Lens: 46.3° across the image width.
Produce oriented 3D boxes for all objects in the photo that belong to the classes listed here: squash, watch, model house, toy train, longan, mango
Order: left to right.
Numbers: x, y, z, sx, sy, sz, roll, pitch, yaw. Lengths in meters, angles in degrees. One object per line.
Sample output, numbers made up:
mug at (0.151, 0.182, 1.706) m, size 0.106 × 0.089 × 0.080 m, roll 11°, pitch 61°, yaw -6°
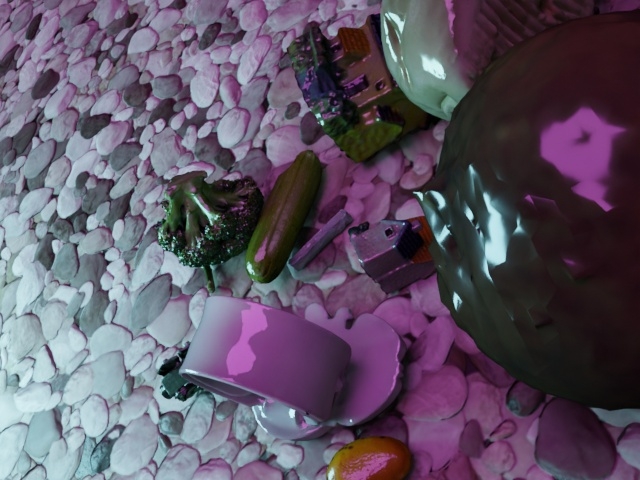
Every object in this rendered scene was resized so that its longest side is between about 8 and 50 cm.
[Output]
toy train at (-0.163, 0.173, 1.111) m, size 0.170 × 0.111 × 0.071 m, roll -42°, pitch 76°, yaw 16°
squash at (-0.056, -0.041, 1.171) m, size 0.069 × 0.069 × 0.239 m, roll 6°, pitch 63°, yaw 36°
watch at (-0.038, 0.144, 0.958) m, size 0.244 × 0.231 × 0.196 m, roll 3°, pitch 64°, yaw 38°
mango at (0.060, 0.283, 0.928) m, size 0.114 × 0.057 × 0.079 m, roll -24°, pitch 47°, yaw 17°
model house at (0.089, -0.255, 1.141) m, size 0.211 × 0.170 × 0.194 m, roll -28°, pitch 50°, yaw 17°
model house at (0.104, 0.003, 1.027) m, size 0.100 × 0.100 × 0.088 m, roll -30°, pitch 50°, yaw 15°
longan at (0.282, -0.027, 0.744) m, size 0.391 × 0.391 × 0.391 m, roll -16°, pitch 57°, yaw 26°

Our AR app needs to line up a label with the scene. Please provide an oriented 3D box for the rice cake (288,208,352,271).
rice cake at (0.000, 0.000, 1.149) m, size 0.121 × 0.022 × 0.021 m, roll -44°, pitch 46°, yaw 5°

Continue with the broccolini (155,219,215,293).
broccolini at (-0.218, 0.019, 1.275) m, size 0.052 × 0.054 × 0.194 m, roll -37°, pitch 49°, yaw -14°

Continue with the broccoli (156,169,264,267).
broccoli at (-0.181, -0.042, 1.214) m, size 0.195 × 0.156 × 0.195 m, roll -22°, pitch 23°, yaw 10°

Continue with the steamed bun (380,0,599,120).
steamed bun at (0.206, -0.326, 1.006) m, size 0.237 × 0.347 × 0.394 m, roll 16°, pitch 53°, yaw 44°
